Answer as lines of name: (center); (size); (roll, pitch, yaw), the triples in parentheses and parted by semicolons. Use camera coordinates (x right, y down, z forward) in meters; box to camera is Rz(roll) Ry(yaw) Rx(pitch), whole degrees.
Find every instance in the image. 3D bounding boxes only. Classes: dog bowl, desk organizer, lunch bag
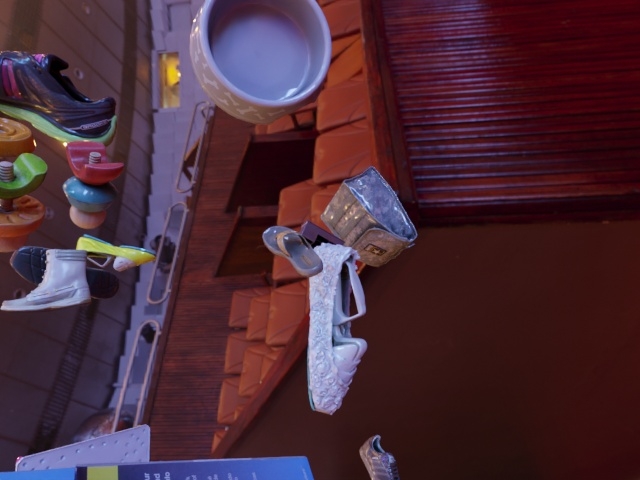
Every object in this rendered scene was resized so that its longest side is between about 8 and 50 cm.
dog bowl: (-0.132, -0.462, 0.969); (0.102, 0.350, 0.347); (-167, 73, -71)
desk organizer: (0.000, 0.000, 1.157); (0.047, 0.130, 0.050); (-35, 29, 60)
lunch bag: (0.165, -0.054, 1.354); (0.286, 0.169, 0.235); (52, 150, 9)

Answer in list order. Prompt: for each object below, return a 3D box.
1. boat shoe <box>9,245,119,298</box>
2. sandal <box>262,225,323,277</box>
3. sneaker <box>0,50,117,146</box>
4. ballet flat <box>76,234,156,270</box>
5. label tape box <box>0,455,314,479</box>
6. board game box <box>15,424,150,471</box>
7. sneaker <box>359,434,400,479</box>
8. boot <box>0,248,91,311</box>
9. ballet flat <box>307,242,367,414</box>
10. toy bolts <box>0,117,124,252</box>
boat shoe: (-0.849, 0.117, 1.350); (0.324, 0.120, 0.122); (36, -115, -42)
sandal: (-0.059, 0.011, 0.850); (0.180, 0.072, 0.049); (39, 154, 41)
sneaker: (-0.784, -0.424, 1.075); (0.202, 0.484, 0.185); (-59, 27, 15)
ballet flat: (-0.602, 0.047, 1.184); (0.077, 0.231, 0.077); (103, -178, -66)
label tape box: (-0.126, 0.337, 0.344); (0.115, 0.348, 0.249); (-50, 42, 21)
board game box: (-0.727, 0.816, 1.250); (0.390, 0.051, 0.388); (10, -104, -52)
sneaker: (0.169, 0.597, 1.058); (0.071, 0.066, 0.188); (-55, 36, 6)
boot: (-0.744, 0.109, 1.102); (0.077, 0.214, 0.164); (131, 131, -76)
ballet flat: (0.040, 0.199, 0.947); (0.147, 0.147, 0.407); (67, -160, -78)
toy bolts: (-0.485, -0.093, 0.706); (0.229, 0.218, 0.158); (-11, -45, -47)
